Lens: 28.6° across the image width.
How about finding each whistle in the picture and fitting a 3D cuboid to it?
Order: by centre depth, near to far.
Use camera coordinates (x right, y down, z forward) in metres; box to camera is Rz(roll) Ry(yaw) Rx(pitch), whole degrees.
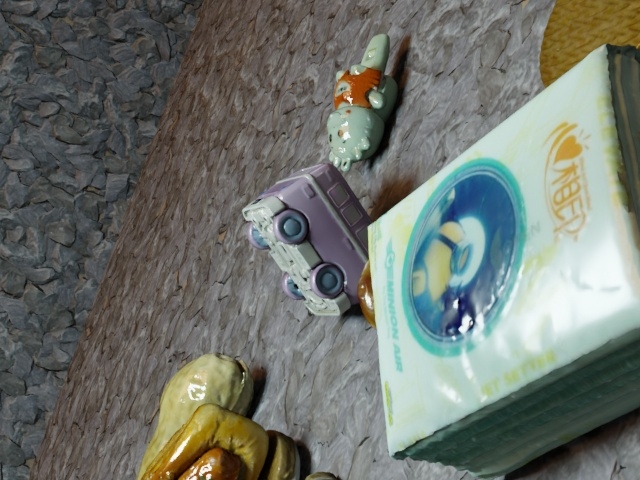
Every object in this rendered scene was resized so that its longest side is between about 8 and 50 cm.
[{"bbox_3d":[0.069,-0.224,2.031,0.102,0.106,0.253,6,66,26],"label":"whistle"}]

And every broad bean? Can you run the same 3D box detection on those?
[{"bbox_3d":[0.107,0.058,1.562,0.165,0.114,0.084,-28,-19,-45],"label":"broad bean"}]

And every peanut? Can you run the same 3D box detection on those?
[{"bbox_3d":[-0.216,0.323,2.076,0.149,0.149,0.313,-126,56,-68],"label":"peanut"}]

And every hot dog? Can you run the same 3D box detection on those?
[{"bbox_3d":[-0.179,0.354,1.803,0.256,0.150,0.153,-50,15,46],"label":"hot dog"}]

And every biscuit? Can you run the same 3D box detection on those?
[{"bbox_3d":[0.346,-0.274,1.464,0.262,0.037,0.262,-51,24,34],"label":"biscuit"},{"bbox_3d":[-0.082,0.364,1.805,0.208,0.049,0.181,-33,38,63],"label":"biscuit"}]

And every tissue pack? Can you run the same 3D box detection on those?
[{"bbox_3d":[0.211,0.036,1.206,0.388,0.162,0.287,-40,46,47],"label":"tissue pack"}]

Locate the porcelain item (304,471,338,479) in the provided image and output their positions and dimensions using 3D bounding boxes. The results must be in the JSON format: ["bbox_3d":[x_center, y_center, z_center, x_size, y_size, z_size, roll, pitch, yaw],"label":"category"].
[{"bbox_3d":[-0.039,0.401,1.651,0.213,0.054,0.084,-64,21,3],"label":"porcelain item"}]

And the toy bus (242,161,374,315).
[{"bbox_3d":[0.000,0.000,1.813,0.142,0.202,0.142,-38,11,-21],"label":"toy bus"}]
